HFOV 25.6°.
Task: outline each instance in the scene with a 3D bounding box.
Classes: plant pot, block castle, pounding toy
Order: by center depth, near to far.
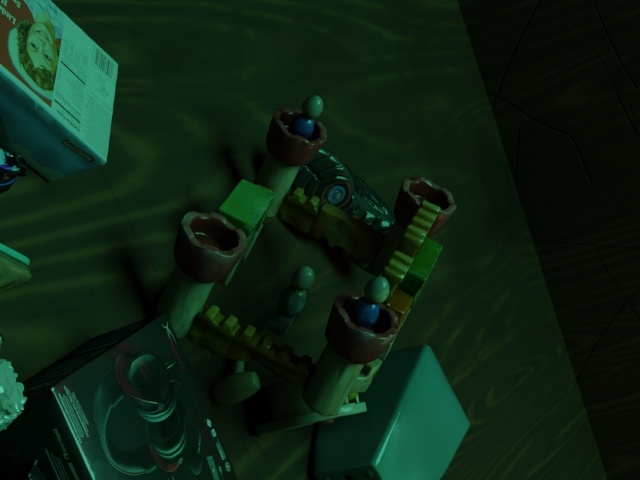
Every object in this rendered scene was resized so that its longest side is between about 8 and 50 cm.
[{"bbox_3d":[0.000,0.000,1.873,0.303,0.212,0.453,28,30,3],"label":"block castle"},{"bbox_3d":[-0.023,0.179,1.932,0.269,0.154,0.154,4,71,-65],"label":"pounding toy"},{"bbox_3d":[0.091,0.303,2.099,0.165,0.165,0.234,62,34,-24],"label":"plant pot"}]

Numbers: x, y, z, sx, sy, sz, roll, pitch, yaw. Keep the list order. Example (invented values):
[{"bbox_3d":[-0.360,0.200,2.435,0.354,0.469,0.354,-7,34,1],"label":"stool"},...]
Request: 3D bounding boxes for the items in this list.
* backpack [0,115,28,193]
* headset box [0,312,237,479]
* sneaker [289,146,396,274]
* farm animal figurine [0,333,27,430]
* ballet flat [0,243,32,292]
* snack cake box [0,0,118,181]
[{"bbox_3d":[-0.390,-0.102,1.373,0.173,0.117,0.158,-29,101,-66],"label":"backpack"},{"bbox_3d":[-0.227,0.229,1.499,0.218,0.110,0.293,67,23,-5],"label":"headset box"},{"bbox_3d":[0.011,-0.068,2.259,0.341,0.125,0.139,44,9,-43],"label":"sneaker"},{"bbox_3d":[-0.416,0.094,1.078,0.326,0.330,0.172,88,-2,-57],"label":"farm animal figurine"},{"bbox_3d":[-0.409,0.015,1.288,0.342,0.116,0.124,37,63,-53],"label":"ballet flat"},{"bbox_3d":[-0.344,-0.201,1.575,0.264,0.089,0.152,45,38,-46],"label":"snack cake box"}]
